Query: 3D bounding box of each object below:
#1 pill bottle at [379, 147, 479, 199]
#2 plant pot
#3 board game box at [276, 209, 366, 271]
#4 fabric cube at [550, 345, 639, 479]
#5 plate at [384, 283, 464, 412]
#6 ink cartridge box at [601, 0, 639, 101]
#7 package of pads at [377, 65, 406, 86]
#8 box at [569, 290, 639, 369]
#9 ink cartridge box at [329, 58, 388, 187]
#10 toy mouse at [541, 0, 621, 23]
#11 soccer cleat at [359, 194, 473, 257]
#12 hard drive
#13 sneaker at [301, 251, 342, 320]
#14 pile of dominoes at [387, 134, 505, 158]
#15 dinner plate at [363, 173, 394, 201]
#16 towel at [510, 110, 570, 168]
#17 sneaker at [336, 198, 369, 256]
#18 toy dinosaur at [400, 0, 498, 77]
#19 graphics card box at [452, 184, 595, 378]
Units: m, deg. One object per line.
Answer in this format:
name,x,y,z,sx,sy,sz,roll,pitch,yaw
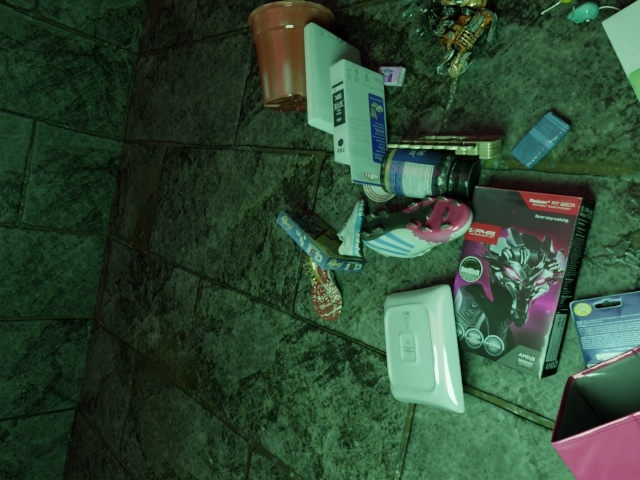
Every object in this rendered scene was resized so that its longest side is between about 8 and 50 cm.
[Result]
pill bottle,0.266,-0.160,1.159,0.219,0.122,0.123,13,94,30
plant pot,-0.086,-0.555,1.484,0.272,0.272,0.265,-1,91,44
board game box,0.000,0.000,1.376,0.243,0.165,0.042,45,115,38
fabric cube,0.548,0.312,0.702,0.259,0.254,0.258,-41,76,32
plate,0.226,0.255,1.134,0.277,0.045,0.278,153,116,-65
ink cartridge box,0.629,-0.351,0.888,0.109,0.062,0.209,-27,67,39
package of pads,0.199,-0.464,1.338,0.083,0.032,0.050,21,99,44
box,0.568,0.216,0.888,0.136,0.036,0.226,-19,73,40
ink cartridge box,0.109,-0.303,1.282,0.065,0.165,0.333,-11,79,46
toy mouse,0.568,-0.517,0.991,0.161,0.031,0.143,-49,54,28
soccer cleat,0.246,-0.022,1.163,0.331,0.143,0.116,-6,51,50
hard drive,0.045,-0.442,1.346,0.040,0.203,0.308,-21,65,45
sneaker,0.014,0.127,1.411,0.088,0.092,0.226,-15,88,13
pile of dominoes,0.292,-0.218,1.118,0.251,0.196,0.040,12,114,44
dinner plate,0.178,-0.178,1.331,0.141,0.017,0.141,-8,78,43
towel,0.481,-0.218,1.036,0.119,0.029,0.067,-50,54,26
sneaker,0.087,-0.038,1.315,0.082,0.071,0.191,-7,49,25
toy dinosaur,0.339,-0.569,1.172,0.218,0.164,0.322,17,72,30
graphics card box,0.415,0.076,1.016,0.232,0.094,0.371,16,97,45
